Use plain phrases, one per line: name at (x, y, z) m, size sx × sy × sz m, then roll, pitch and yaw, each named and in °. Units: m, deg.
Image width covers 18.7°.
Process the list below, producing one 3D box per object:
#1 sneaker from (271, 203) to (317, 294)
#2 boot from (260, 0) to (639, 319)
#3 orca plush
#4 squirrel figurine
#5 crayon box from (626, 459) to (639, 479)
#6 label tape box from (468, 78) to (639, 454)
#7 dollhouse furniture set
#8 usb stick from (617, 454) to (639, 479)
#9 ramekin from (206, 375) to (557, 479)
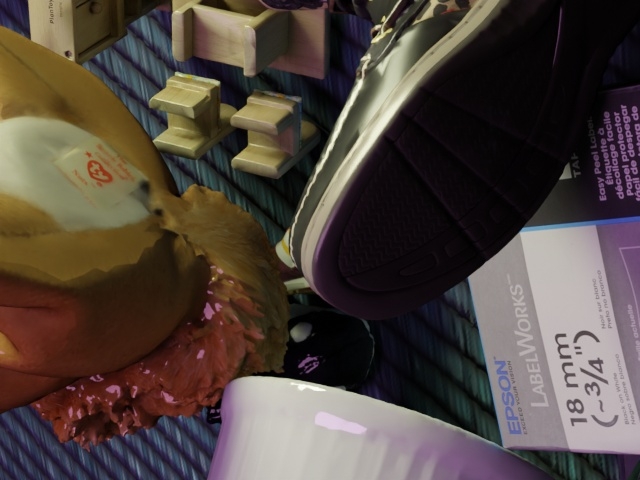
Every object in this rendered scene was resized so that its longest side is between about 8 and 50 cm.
sneaker at (0.000, 0.000, 1.603) m, size 0.185 × 0.069 × 0.084 m, roll -12°, pitch 82°, yaw 53°
boot at (0.049, -0.146, 1.262) m, size 0.284 × 0.138 × 0.377 m, roll 25°, pitch 82°, yaw 49°
orca plush at (-0.071, 0.120, 1.716) m, size 0.287 × 0.102 × 0.151 m, roll 3°, pitch 110°, yaw 52°
squirrel figurine at (-0.237, 0.078, 1.562) m, size 0.370 × 0.397 × 0.281 m, roll -50°, pitch 33°, yaw 34°
crayon box at (0.348, 0.183, 1.131) m, size 0.323 × 0.083 × 0.203 m, roll 26°, pitch 131°, yaw 3°
label tape box at (0.174, 0.020, 1.331) m, size 0.334 × 0.106 × 0.240 m, roll -6°, pitch 98°, yaw 53°
dollhouse furniture set at (-0.093, -0.198, 1.587) m, size 0.242 × 0.161 × 0.212 m, roll 15°, pitch 122°, yaw 23°
usb stick at (0.310, 0.170, 1.297) m, size 0.278 × 0.045 × 0.077 m, roll 7°, pitch 113°, yaw 51°
ramekin at (0.037, 0.215, 1.465) m, size 0.277 × 0.277 × 0.135 m, roll -1°, pitch 65°, yaw 53°
